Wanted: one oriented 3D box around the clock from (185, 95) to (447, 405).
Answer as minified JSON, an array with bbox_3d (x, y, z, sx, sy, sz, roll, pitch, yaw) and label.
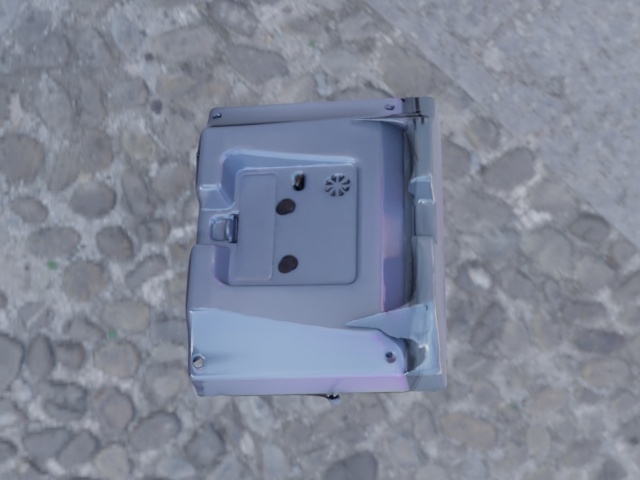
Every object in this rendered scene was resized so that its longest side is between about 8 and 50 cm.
[{"bbox_3d":[0.000,0.000,0.933,0.186,0.253,0.083,-3,152,7],"label":"clock"}]
